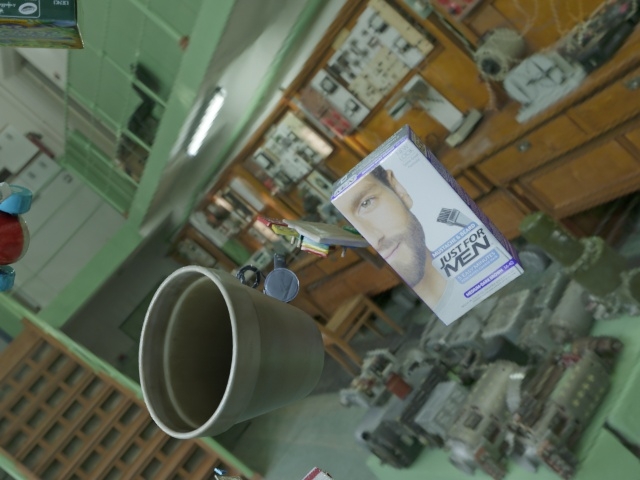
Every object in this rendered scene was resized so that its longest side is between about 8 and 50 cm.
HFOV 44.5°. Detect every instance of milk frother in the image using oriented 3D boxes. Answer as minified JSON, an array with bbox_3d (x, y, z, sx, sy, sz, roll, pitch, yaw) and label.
[{"bbox_3d":[-0.134,0.106,1.939,0.143,0.129,0.135,-21,-6,-8],"label":"milk frother"}]

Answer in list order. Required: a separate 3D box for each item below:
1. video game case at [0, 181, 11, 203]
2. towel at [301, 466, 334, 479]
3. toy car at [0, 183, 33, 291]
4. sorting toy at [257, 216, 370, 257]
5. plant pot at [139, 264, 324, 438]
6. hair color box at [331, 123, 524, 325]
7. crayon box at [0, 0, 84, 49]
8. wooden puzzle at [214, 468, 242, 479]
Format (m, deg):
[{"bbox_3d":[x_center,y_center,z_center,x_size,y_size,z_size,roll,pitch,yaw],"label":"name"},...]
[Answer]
[{"bbox_3d":[-0.481,-0.017,0.921,0.201,0.023,0.183,-20,16,-6],"label":"video game case"},{"bbox_3d":[0.024,0.490,1.018,0.237,0.329,0.037,-39,-29,-17],"label":"towel"},{"bbox_3d":[-0.733,-0.016,1.563,0.238,0.210,0.219,-15,-53,-64],"label":"toy car"},{"bbox_3d":[0.000,0.000,1.573,0.132,0.275,0.046,26,106,49],"label":"sorting toy"},{"bbox_3d":[-0.154,0.220,1.544,0.280,0.323,0.323,9,-42,-41],"label":"plant pot"},{"bbox_3d":[0.198,-0.024,1.454,0.185,0.339,0.110,-39,14,19],"label":"hair color box"},{"bbox_3d":[-0.514,-0.386,1.341,0.323,0.203,0.083,-157,66,-75],"label":"crayon box"},{"bbox_3d":[-0.203,0.565,1.806,0.014,0.079,0.116,-69,24,7],"label":"wooden puzzle"}]
